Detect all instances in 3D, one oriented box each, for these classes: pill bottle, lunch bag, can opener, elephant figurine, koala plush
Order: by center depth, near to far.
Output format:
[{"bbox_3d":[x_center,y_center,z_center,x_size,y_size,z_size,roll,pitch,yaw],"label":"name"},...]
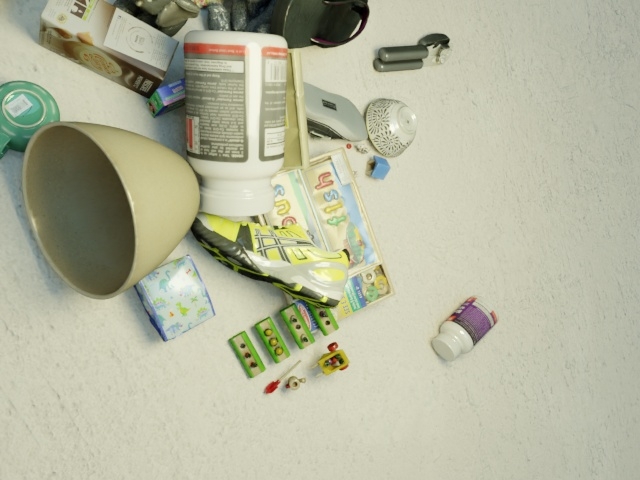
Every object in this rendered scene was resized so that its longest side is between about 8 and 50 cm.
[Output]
[{"bbox_3d":[-0.338,-0.515,1.165,0.169,0.239,0.186,32,72,-22],"label":"elephant figurine"},{"bbox_3d":[-0.179,-0.246,1.171,0.210,0.210,0.363,-7,110,-29],"label":"pill bottle"},{"bbox_3d":[-0.316,0.127,1.206,0.129,0.096,0.151,-28,89,-28],"label":"lunch bag"},{"bbox_3d":[-0.144,-0.579,1.261,0.196,0.221,0.203,29,60,20],"label":"koala plush"},{"bbox_3d":[0.411,0.253,1.582,0.193,0.108,0.108,-37,103,-26],"label":"pill bottle"},{"bbox_3d":[0.270,-0.539,1.604,0.280,0.074,0.093,-19,60,-30],"label":"can opener"}]

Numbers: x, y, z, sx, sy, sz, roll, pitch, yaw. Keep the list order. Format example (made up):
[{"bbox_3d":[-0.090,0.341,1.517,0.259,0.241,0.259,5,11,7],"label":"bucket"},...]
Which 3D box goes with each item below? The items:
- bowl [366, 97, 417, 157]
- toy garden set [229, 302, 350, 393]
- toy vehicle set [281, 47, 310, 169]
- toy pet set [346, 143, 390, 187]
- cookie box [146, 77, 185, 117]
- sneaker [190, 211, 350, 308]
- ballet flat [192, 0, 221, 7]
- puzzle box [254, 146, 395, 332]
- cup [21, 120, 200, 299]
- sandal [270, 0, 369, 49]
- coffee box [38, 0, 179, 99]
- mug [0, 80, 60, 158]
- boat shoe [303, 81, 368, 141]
[{"bbox_3d":[0.213,-0.321,1.520,0.170,0.080,0.170,9,77,-39],"label":"bowl"},{"bbox_3d":[-0.060,0.265,1.318,0.244,0.049,0.204,-29,100,-9],"label":"toy garden set"},{"bbox_3d":[-0.117,-0.296,1.277,0.035,0.166,0.267,-44,133,-63],"label":"toy vehicle set"},{"bbox_3d":[0.124,-0.196,1.488,0.114,0.065,0.122,14,80,-27],"label":"toy pet set"},{"bbox_3d":[-0.329,-0.319,1.229,0.092,0.107,0.040,-32,101,-26],"label":"cookie box"},{"bbox_3d":[-0.113,0.020,1.270,0.384,0.145,0.147,26,74,-6],"label":"sneaker"},{"bbox_3d":[-0.218,-0.647,1.335,0.241,0.077,0.091,-44,105,-23],"label":"ballet flat"},{"bbox_3d":[0.000,0.000,1.384,0.272,0.052,0.409,-23,97,-16],"label":"puzzle box"},{"bbox_3d":[-0.380,-0.078,1.093,0.237,0.331,0.331,-25,99,-52],"label":"cup"},{"bbox_3d":[0.033,-0.536,1.351,0.107,0.167,0.446,25,36,17],"label":"sandal"},{"bbox_3d":[-0.442,-0.413,1.157,0.246,0.141,0.098,23,75,-24],"label":"coffee box"},{"bbox_3d":[-0.584,-0.234,1.089,0.129,0.097,0.158,1,85,-28],"label":"mug"},{"bbox_3d":[0.004,-0.307,1.410,0.306,0.105,0.113,2,73,-52],"label":"boat shoe"}]
